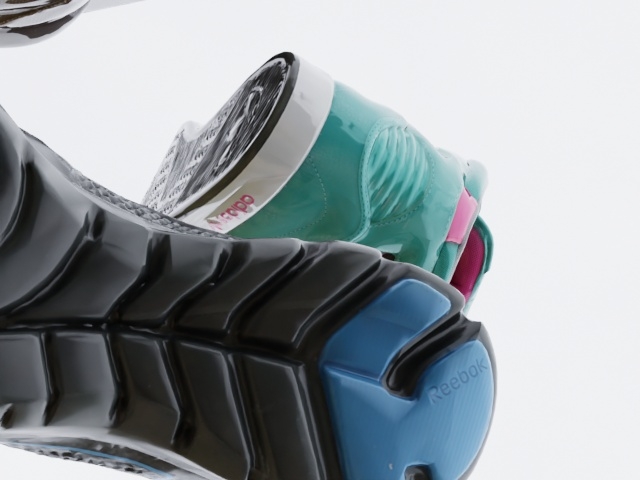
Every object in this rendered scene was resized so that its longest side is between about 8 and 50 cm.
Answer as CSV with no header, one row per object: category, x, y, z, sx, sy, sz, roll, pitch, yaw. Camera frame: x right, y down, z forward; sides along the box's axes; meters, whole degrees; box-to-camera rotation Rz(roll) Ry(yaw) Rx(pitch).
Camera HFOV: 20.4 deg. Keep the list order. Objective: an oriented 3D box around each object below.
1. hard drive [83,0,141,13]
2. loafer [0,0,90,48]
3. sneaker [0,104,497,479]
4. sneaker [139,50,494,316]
hard drive,-0.091,-0.277,1.139,0.319,0.210,0.040,100,-28,-57
loafer,-0.248,-0.167,0.821,0.130,0.366,0.134,-19,-100,52
sneaker,-0.112,0.026,0.640,0.139,0.340,0.125,-26,-138,65
sneaker,0.000,0.000,0.974,0.124,0.178,0.295,-65,-165,-18
